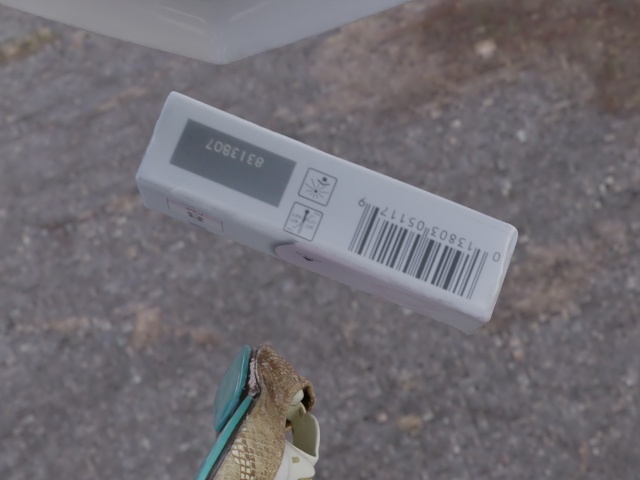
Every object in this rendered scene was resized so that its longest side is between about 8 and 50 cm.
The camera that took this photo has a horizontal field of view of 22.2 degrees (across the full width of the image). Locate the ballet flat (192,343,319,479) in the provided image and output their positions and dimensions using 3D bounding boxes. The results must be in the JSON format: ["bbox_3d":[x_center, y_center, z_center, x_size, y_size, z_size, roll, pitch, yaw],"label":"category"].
[{"bbox_3d":[-0.032,0.117,0.935,0.073,0.067,0.206,-57,6,20],"label":"ballet flat"}]

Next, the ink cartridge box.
[{"bbox_3d":[0.000,0.000,0.900,0.232,0.189,0.066,105,-174,-77],"label":"ink cartridge box"}]

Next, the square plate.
[{"bbox_3d":[-0.091,-0.224,1.218,0.347,0.049,0.344,11,-18,-43],"label":"square plate"}]
